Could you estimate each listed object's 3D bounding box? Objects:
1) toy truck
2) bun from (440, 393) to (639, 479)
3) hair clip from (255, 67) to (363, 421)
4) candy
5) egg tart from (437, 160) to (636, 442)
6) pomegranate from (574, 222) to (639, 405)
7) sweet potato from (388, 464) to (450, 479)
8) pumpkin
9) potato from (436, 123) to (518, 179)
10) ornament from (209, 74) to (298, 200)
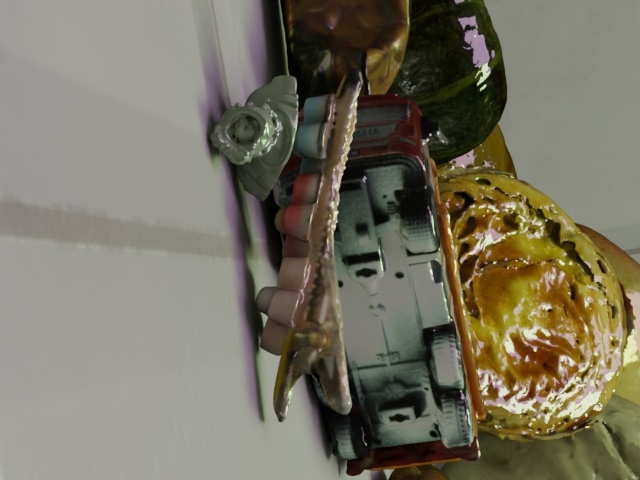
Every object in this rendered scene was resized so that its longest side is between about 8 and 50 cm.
[{"bbox_3d":[0.045,0.039,1.026,0.135,0.114,0.270,-85,165,-58],"label":"toy truck"},{"bbox_3d":[0.275,0.302,1.493,0.362,0.234,0.326,44,49,-20],"label":"bun"},{"bbox_3d":[-0.007,0.000,0.872,0.062,0.056,0.214,80,11,-67],"label":"hair clip"},{"bbox_3d":[0.016,-0.168,1.118,0.143,0.101,0.271,103,-11,-60],"label":"candy"},{"bbox_3d":[0.156,0.062,1.429,0.132,0.297,0.297,-45,-137,50],"label":"egg tart"},{"bbox_3d":[0.254,0.113,1.799,0.319,0.319,0.319,-10,90,-82],"label":"pomegranate"},{"bbox_3d":[0.075,0.212,1.200,0.226,0.068,0.068,-36,116,-80],"label":"sweet potato"},{"bbox_3d":[0.076,-0.170,1.357,0.223,0.157,0.224,156,-90,-86],"label":"pumpkin"},{"bbox_3d":[0.120,-0.070,1.594,0.176,0.195,0.369,-5,-74,55],"label":"potato"},{"bbox_3d":[-0.034,-0.060,0.865,0.092,0.041,0.068,92,14,-73],"label":"ornament"}]
